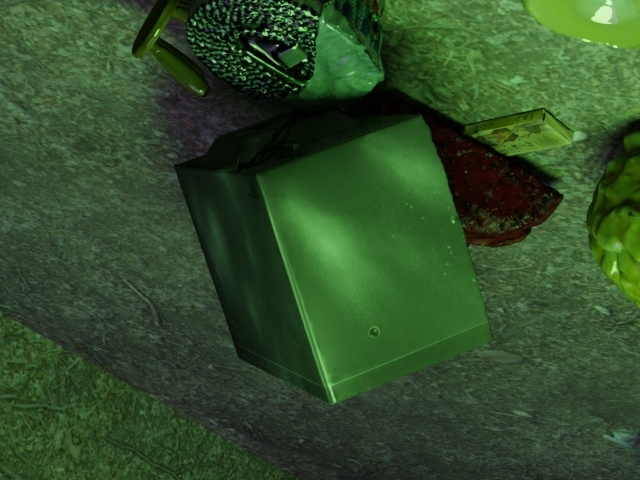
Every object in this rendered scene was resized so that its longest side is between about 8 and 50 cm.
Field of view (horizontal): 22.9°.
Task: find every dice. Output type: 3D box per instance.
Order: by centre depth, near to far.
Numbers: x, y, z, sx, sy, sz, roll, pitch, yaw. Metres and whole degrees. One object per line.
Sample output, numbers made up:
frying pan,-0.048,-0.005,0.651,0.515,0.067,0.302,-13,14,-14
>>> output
dice,0.306,-0.310,1.617,0.169,0.169,0.166,15,158,-2

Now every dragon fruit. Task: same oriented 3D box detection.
dragon fruit,0.164,-0.059,2.290,0.317,0.152,0.205,26,164,-23

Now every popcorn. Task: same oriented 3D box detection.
popcorn,0.481,-0.023,2.081,0.282,0.282,0.247,-2,157,35

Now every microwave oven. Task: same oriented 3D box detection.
microwave oven,0.000,0.000,2.122,0.236,0.375,0.432,-22,-169,-16

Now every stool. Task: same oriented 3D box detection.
stool,-0.175,-0.264,2.079,0.110,0.135,0.134,32,144,-17

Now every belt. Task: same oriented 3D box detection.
belt,-0.038,-0.270,1.955,0.257,0.150,0.207,27,145,-29

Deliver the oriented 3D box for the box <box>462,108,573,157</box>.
box,0.274,-0.147,2.206,0.149,0.020,0.073,-9,149,46
